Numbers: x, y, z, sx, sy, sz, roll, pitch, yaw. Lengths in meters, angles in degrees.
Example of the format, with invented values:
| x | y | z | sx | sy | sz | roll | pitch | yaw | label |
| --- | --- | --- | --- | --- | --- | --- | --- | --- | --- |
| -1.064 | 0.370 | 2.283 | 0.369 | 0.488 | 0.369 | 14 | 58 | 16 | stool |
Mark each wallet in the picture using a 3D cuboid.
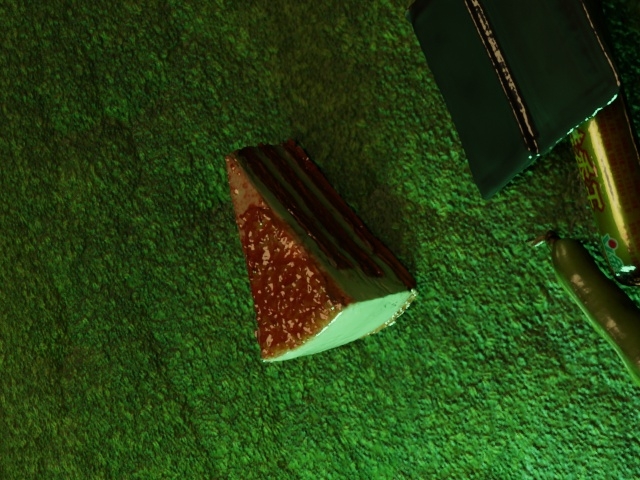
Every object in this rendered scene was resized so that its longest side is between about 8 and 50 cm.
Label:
| x | y | z | sx | sy | sz | roll | pitch | yaw | label |
| --- | --- | --- | --- | --- | --- | --- | --- | --- | --- |
| 0.197 | -0.206 | 2.004 | 0.323 | 0.041 | 0.247 | -41 | 66 | 60 | wallet |

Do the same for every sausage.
| x | y | z | sx | sy | sz | roll | pitch | yaw | label |
| --- | --- | --- | --- | --- | --- | --- | --- | --- | --- |
| 0.297 | -0.112 | 1.985 | 0.082 | 0.082 | 0.372 | -15 | 91 | 41 | sausage |

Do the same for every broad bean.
| x | y | z | sx | sy | sz | roll | pitch | yaw | label |
| --- | --- | --- | --- | --- | --- | --- | --- | --- | --- |
| 0.326 | 0.088 | 2.004 | 0.067 | 0.075 | 0.325 | -46 | 64 | 15 | broad bean |

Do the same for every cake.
| x | y | z | sx | sy | sz | roll | pitch | yaw | label |
| --- | --- | --- | --- | --- | --- | --- | --- | --- | --- |
| 0.000 | 0.000 | 2.210 | 0.159 | 0.158 | 0.262 | -12 | 91 | 37 | cake |
